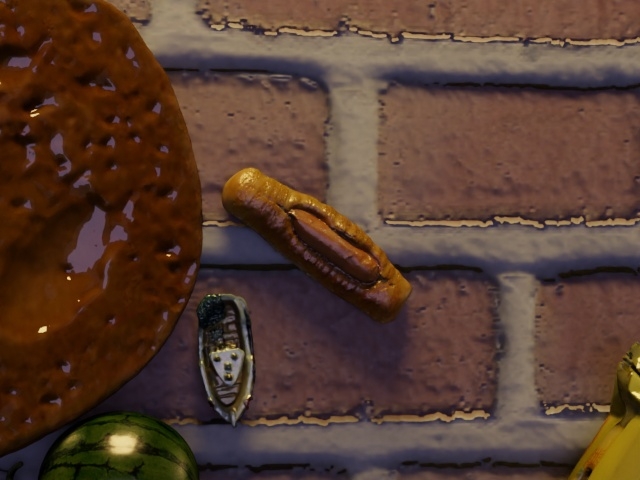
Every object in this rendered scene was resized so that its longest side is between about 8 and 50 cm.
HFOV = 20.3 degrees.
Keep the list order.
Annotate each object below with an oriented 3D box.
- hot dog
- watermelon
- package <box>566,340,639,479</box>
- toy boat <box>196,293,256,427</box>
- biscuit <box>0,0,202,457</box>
[{"bbox_3d":[0.000,0.000,1.105,0.137,0.028,0.044,38,78,-8],"label":"hot dog"},{"bbox_3d":[-0.123,0.149,1.050,0.109,0.109,0.109,0,92,-10],"label":"watermelon"},{"bbox_3d":[0.203,0.193,1.115,0.168,0.090,0.226,36,88,-12],"label":"package"},{"bbox_3d":[-0.057,0.073,1.092,0.038,0.038,0.083,-7,92,-10],"label":"toy boat"},{"bbox_3d":[-0.246,-0.017,1.007,0.367,0.063,0.314,-22,99,-25],"label":"biscuit"}]
